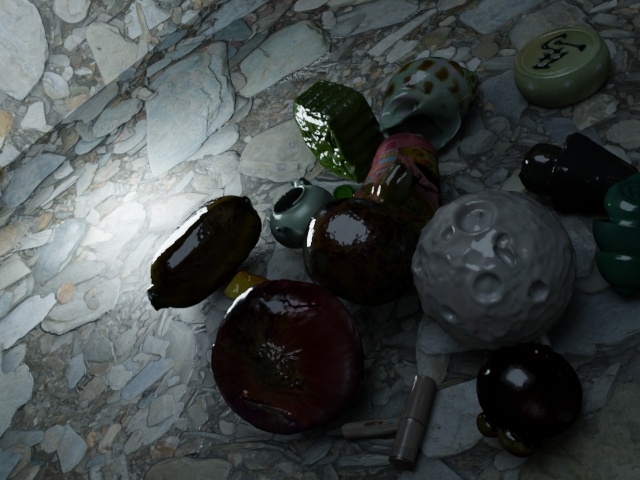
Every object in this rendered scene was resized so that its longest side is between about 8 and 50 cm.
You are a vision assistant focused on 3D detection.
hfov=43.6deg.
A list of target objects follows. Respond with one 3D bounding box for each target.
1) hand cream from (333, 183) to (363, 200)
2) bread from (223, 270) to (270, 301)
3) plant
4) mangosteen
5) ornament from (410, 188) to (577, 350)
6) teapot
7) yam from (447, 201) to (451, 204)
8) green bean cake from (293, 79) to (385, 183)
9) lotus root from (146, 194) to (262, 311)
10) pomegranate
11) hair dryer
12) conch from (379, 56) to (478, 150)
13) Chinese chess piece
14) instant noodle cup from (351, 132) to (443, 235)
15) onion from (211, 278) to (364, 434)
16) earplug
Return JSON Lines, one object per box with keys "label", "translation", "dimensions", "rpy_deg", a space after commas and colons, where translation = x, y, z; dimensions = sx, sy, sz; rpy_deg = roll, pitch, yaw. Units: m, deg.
{"label": "hand cream", "translation": [0.081, -0.129, 2.099], "dimensions": [0.079, 0.050, 0.275], "rpy_deg": [5, 8, 10]}
{"label": "bread", "translation": [-0.143, 0.152, 2.032], "dimensions": [0.246, 0.102, 0.094], "rpy_deg": [22, 71, 46]}
{"label": "plant", "translation": [0.582, -0.148, 1.814], "dimensions": [0.256, 0.164, 0.141], "rpy_deg": [19, 65, 26]}
{"label": "mangosteen", "translation": [0.383, 0.289, 1.491], "dimensions": [0.210, 0.210, 0.209], "rpy_deg": [-18, 43, 17]}
{"label": "ornament", "translation": [0.354, 0.051, 1.644], "dimensions": [0.337, 0.337, 0.337], "rpy_deg": [-18, 43, 17]}
{"label": "teapot", "translation": [-0.051, -0.071, 2.143], "dimensions": [0.193, 0.129, 0.294], "rpy_deg": [-26, 28, 26]}
{"label": "yam", "translation": [0.351, -0.052, 1.966], "dimensions": [0.033, 0.027, 0.129], "rpy_deg": [-35, 41, 0]}
{"label": "green bean cake", "translation": [0.054, -0.304, 2.232], "dimensions": [0.156, 0.249, 0.247], "rpy_deg": [-42, 38, -12]}
{"label": "lotus root", "translation": [-0.318, 0.036, 2.179], "dimensions": [0.397, 0.196, 0.179], "rpy_deg": [-44, 21, -15]}
{"label": "pomegranate", "translation": [0.117, -0.024, 1.794], "dimensions": [0.285, 0.285, 0.340], "rpy_deg": [24, 89, 45]}
{"label": "hair dryer", "translation": [0.124, 0.376, 1.683], "dimensions": [0.221, 0.053, 0.195], "rpy_deg": [-6, 46, 37]}
{"label": "conch", "translation": [0.306, -0.378, 2.197], "dimensions": [0.368, 0.249, 0.197], "rpy_deg": [-22, 6, -8]}
{"label": "Chinese chess piece", "translation": [0.641, -0.466, 2.132], "dimensions": [0.251, 0.101, 0.250], "rpy_deg": [-18, 42, 17]}
{"label": "instant noodle cup", "translation": [0.204, -0.138, 2.013], "dimensions": [0.244, 0.243, 0.255], "rpy_deg": [-12, 38, 23]}
{"label": "onion", "translation": [-0.061, 0.249, 1.773], "dimensions": [0.348, 0.285, 0.347], "rpy_deg": [1, 93, 21]}
{"label": "earplug", "translation": [0.664, -0.019, 1.644], "dimensions": [0.164, 0.258, 0.280], "rpy_deg": [14, 90, 41]}
